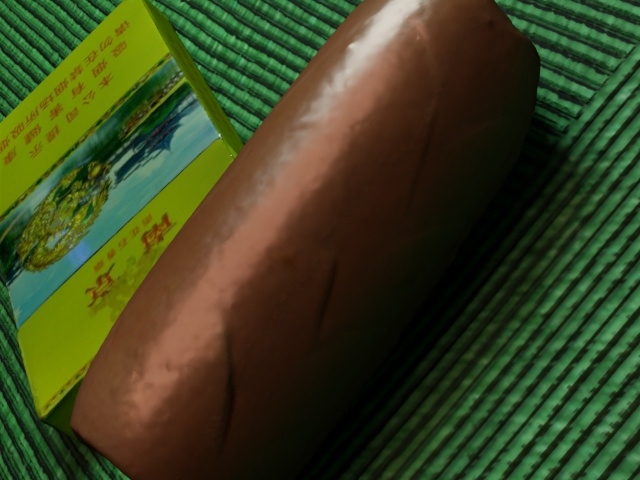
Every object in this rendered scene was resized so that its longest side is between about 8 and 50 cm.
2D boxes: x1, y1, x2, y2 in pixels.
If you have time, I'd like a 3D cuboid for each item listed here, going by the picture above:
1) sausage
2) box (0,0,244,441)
[{"bbox_3d":[0.001,-0.001,0.646,0.304,0.121,0.121,-55,37,-7],"label":"sausage"},{"bbox_3d":[-0.141,-0.034,0.883,0.187,0.047,0.335,-42,38,8],"label":"box"}]
